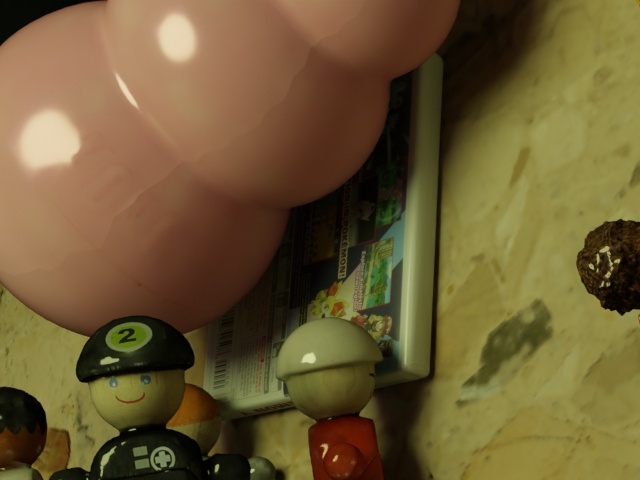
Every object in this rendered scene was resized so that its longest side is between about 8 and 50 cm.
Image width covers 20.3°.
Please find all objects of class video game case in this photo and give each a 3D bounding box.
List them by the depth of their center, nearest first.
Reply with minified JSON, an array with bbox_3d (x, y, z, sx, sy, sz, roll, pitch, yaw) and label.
[{"bbox_3d":[0.000,0.000,1.092,0.183,0.023,0.201,-17,61,45],"label":"video game case"}]

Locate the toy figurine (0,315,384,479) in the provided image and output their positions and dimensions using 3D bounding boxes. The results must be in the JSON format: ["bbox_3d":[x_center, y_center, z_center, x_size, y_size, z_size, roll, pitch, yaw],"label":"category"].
[{"bbox_3d":[-0.081,0.125,0.979,0.209,0.213,0.148,-20,76,47],"label":"toy figurine"}]

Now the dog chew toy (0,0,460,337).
[{"bbox_3d":[-0.056,-0.089,1.031,0.332,0.206,0.206,-39,48,21],"label":"dog chew toy"}]

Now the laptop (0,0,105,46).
[{"bbox_3d":[-0.296,-0.115,1.462,0.408,0.236,0.382,107,158,-49],"label":"laptop"}]

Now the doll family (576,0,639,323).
[{"bbox_3d":[0.187,-0.068,0.791,0.118,0.163,0.263,-20,60,44],"label":"doll family"}]
